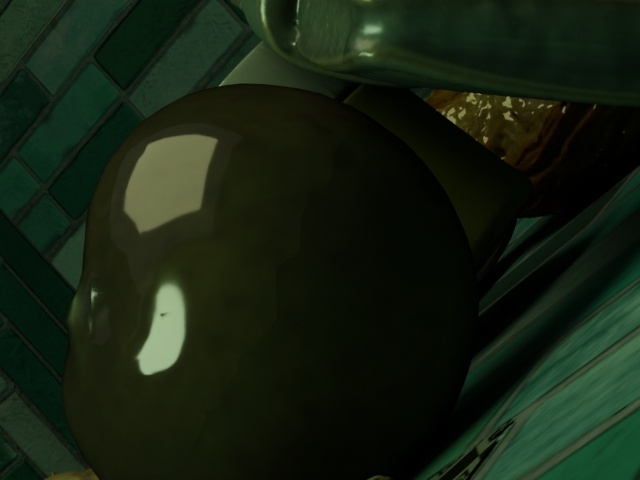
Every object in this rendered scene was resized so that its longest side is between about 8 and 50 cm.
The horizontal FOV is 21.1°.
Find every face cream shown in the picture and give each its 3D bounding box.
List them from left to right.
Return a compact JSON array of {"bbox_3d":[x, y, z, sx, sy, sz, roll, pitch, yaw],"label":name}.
[{"bbox_3d":[0.000,0.000,1.071,0.218,0.179,0.218,-53,-6,-8],"label":"face cream"}]

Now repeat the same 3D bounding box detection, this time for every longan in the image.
[{"bbox_3d":[-0.023,0.036,0.813,0.196,0.196,0.220,137,147,-61],"label":"longan"}]

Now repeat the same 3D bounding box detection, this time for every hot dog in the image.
[{"bbox_3d":[0.180,-0.091,1.307,0.175,0.114,0.259,-40,13,-31],"label":"hot dog"}]

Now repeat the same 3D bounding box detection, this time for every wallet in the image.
[{"bbox_3d":[0.085,-0.123,0.913,0.252,0.083,0.360,0,15,-11],"label":"wallet"}]

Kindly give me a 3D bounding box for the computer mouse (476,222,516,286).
[{"bbox_3d":[0.048,0.057,1.307,0.158,0.072,0.310,-41,-3,40],"label":"computer mouse"}]

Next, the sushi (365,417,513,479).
[{"bbox_3d":[0.007,0.119,0.680,0.126,0.026,0.120,-42,-1,36],"label":"sushi"}]

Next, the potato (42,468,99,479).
[{"bbox_3d":[-0.217,0.266,1.349,0.235,0.128,0.161,-48,-3,-14],"label":"potato"}]
